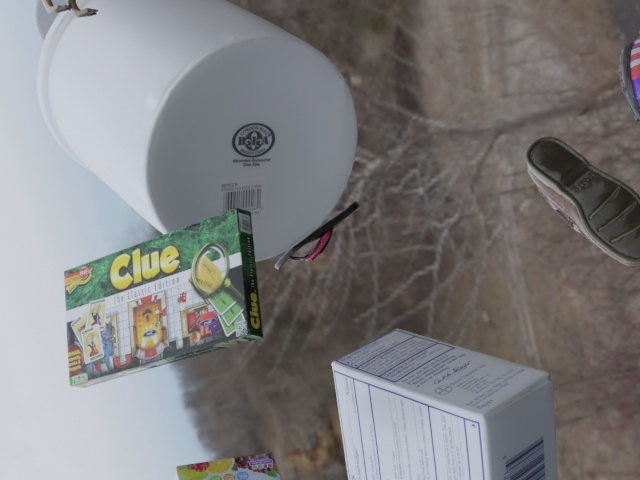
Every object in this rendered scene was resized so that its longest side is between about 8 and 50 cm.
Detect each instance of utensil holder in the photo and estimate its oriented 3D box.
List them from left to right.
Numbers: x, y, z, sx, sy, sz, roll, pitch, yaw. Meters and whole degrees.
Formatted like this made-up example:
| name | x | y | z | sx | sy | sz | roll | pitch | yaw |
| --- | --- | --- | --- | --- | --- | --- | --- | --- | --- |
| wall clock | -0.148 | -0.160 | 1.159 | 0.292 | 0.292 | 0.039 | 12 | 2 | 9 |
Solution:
| name | x | y | z | sx | sy | sz | roll | pitch | yaw |
| --- | --- | --- | --- | --- | --- | --- | --- | --- | --- |
| utensil holder | -0.173 | -0.180 | 1.483 | 0.385 | 0.327 | 0.328 | 35 | 141 | 52 |

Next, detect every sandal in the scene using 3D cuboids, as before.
| name | x | y | z | sx | sy | sz | roll | pitch | yaw |
| --- | --- | --- | --- | --- | --- | --- | --- | --- | --- |
| sandal | 0.000 | 0.000 | 1.831 | 0.040 | 0.179 | 0.067 | 54 | 180 | -1 |

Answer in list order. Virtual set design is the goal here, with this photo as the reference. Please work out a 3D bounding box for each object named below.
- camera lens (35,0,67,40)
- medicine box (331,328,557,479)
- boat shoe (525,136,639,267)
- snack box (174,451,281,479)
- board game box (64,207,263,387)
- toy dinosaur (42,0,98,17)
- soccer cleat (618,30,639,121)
| name | x | y | z | sx | sy | sz | roll | pitch | yaw |
| --- | --- | --- | --- | --- | --- | --- | --- | --- | --- |
| camera lens | -0.371 | -0.439 | 1.887 | 0.274 | 0.219 | 0.219 | -88 | -8 | -55 |
| medicine box | 0.175 | 0.295 | 1.521 | 0.289 | 0.149 | 0.263 | 14 | 119 | 46 |
| boat shoe | 0.488 | -0.060 | 1.919 | 0.307 | 0.110 | 0.104 | 55 | 176 | 32 |
| snack box | -0.123 | 0.352 | 1.496 | 0.100 | 0.141 | 0.037 | -114 | 26 | -44 |
| board game box | -0.174 | 0.065 | 1.147 | 0.030 | 0.259 | 0.136 | 20 | -122 | -51 |
| toy dinosaur | -0.237 | -0.256 | 0.999 | 0.053 | 0.183 | 0.093 | 1 | -103 | -82 |
| soccer cleat | 0.559 | -0.294 | 1.714 | 0.318 | 0.116 | 0.109 | -51 | -58 | -47 |
